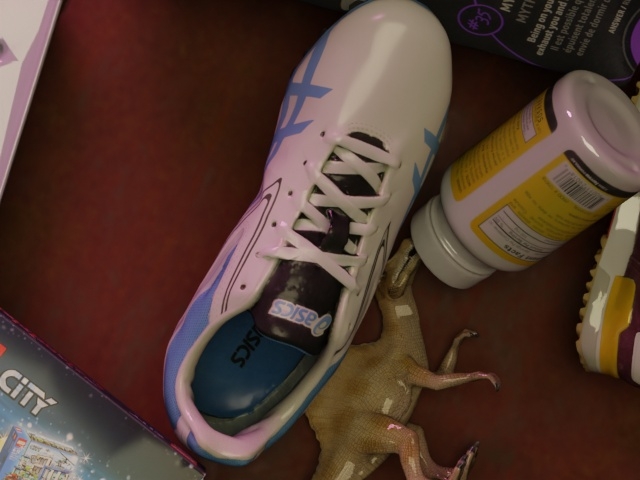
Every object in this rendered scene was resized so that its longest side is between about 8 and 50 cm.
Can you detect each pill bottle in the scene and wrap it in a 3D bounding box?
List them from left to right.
[{"bbox_3d":[0.098,-0.025,0.843,0.116,0.065,0.065,-38,89,36],"label":"pill bottle"}]

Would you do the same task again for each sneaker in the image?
[{"bbox_3d":[0.000,0.000,0.818,0.085,0.086,0.237,21,103,-20],"label":"sneaker"},{"bbox_3d":[0.187,-0.016,0.862,0.084,0.069,0.185,14,93,22],"label":"sneaker"}]

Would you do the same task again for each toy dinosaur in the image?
[{"bbox_3d":[0.030,0.094,0.869,0.093,0.053,0.183,22,76,13],"label":"toy dinosaur"}]

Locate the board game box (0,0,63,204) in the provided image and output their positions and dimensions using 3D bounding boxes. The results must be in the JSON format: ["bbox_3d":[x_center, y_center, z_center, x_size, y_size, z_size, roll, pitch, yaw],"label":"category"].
[{"bbox_3d":[-0.357,-0.010,0.836,0.390,0.050,0.390,16,85,-4],"label":"board game box"}]

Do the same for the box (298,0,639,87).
[{"bbox_3d":[0.044,-0.202,0.807,0.270,0.165,0.143,14,54,-4],"label":"box"}]

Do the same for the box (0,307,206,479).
[{"bbox_3d":[-0.190,0.096,0.794,0.233,0.044,0.159,38,84,-1],"label":"box"}]
